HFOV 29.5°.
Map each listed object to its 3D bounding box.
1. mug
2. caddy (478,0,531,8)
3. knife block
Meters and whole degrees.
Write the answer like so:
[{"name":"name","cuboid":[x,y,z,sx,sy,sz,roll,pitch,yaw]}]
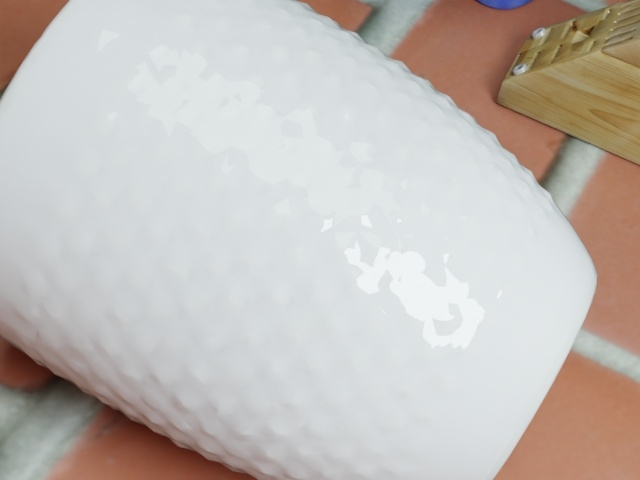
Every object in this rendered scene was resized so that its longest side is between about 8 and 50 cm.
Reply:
[{"name":"mug","cuboid":[0.000,0.000,0.799,0.328,0.276,0.374,30,19,7]},{"name":"caddy","cuboid":[0.157,-0.393,1.216,0.241,0.179,0.341,14,48,1]},{"name":"knife block","cuboid":[0.328,-0.100,1.073,0.275,0.242,0.088,-13,31,39]}]
